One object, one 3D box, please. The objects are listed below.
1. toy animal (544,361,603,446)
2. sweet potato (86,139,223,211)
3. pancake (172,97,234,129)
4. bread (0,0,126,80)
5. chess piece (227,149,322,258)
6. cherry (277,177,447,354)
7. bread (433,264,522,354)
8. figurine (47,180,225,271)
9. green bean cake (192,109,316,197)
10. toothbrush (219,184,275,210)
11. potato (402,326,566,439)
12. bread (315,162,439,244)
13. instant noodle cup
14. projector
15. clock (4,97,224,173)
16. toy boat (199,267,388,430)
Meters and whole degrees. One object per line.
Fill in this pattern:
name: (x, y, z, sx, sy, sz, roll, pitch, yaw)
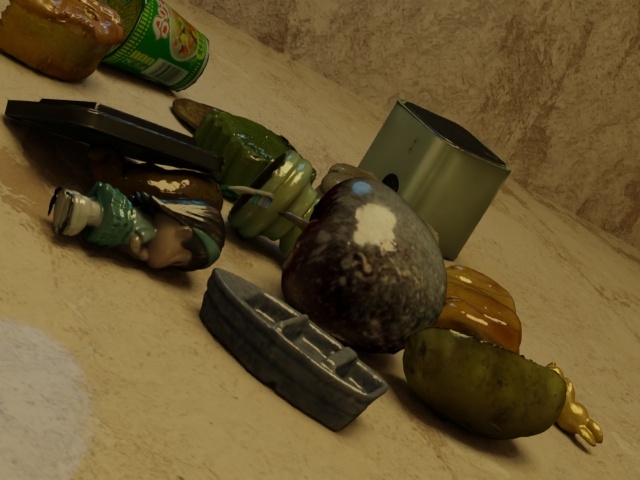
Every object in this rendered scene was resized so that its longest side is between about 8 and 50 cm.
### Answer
toy animal: (0.417, 0.293, 1.940, 0.159, 0.083, 0.070, 52, -5, 25)
sweet potato: (-0.236, -0.073, 1.749, 0.124, 0.098, 0.310, 35, 11, 40)
pancake: (-0.204, -0.234, 2.405, 0.250, 0.031, 0.250, 28, 17, -9)
bread: (-0.474, -0.382, 2.141, 0.147, 0.160, 0.260, 45, 16, 16)
chess piece: (0.000, 0.000, 1.920, 0.298, 0.176, 0.176, 42, 13, -13)
cherry: (0.062, 0.038, 1.734, 0.296, 0.218, 0.255, 39, 39, -10)
bread: (0.258, 0.143, 1.953, 0.166, 0.132, 0.294, 25, 17, 0)
figurine: (-0.248, -0.023, 1.562, 0.245, 0.110, 0.138, 14, 5, -31)
green bean cake: (-0.128, -0.148, 2.137, 0.200, 0.113, 0.214, 15, 23, -47)
toothbrush: (-0.155, -0.083, 1.867, 0.030, 0.030, 0.304, 21, -2, -33)
potato: (0.235, 0.230, 1.670, 0.271, 0.160, 0.111, 23, 60, -21)
bread: (0.093, -0.061, 2.310, 0.183, 0.102, 0.337, 18, 20, -41)
instant noodle cup: (-0.364, -0.431, 2.436, 0.232, 0.207, 0.207, 27, 14, -45)
projector: (0.240, -0.137, 2.544, 0.248, 0.249, 0.248, 18, 21, -38)
clock: (-0.321, -0.170, 1.773, 0.273, 0.049, 0.278, 18, -4, -40)
toy boat: (-0.045, 0.137, 1.497, 0.283, 0.078, 0.127, 36, 17, 15)
